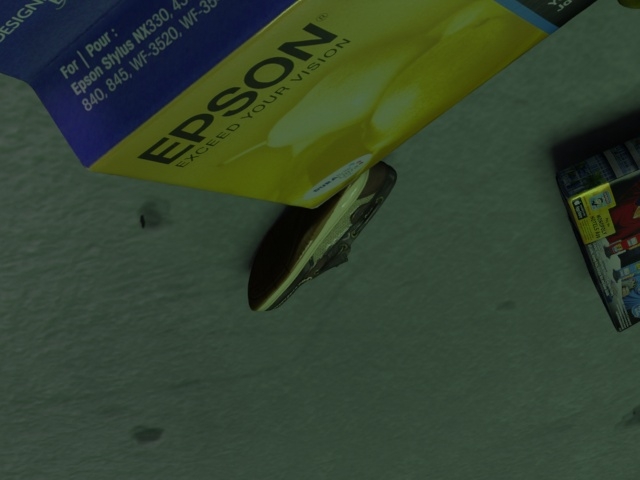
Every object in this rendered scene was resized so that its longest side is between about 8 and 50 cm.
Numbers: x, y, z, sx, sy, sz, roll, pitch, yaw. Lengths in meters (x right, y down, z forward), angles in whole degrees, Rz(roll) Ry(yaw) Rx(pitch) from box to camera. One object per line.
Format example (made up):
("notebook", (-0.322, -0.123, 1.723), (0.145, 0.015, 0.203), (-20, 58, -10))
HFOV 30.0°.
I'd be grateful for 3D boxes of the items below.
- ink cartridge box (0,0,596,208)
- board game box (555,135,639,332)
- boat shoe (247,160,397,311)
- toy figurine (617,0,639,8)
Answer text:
("ink cartridge box", (0.021, -0.130, 0.584), (0.304, 0.072, 0.307), (-34, 163, 24))
("board game box", (0.283, -0.035, 0.882), (0.194, 0.060, 0.194), (-24, 141, 8))
("boat shoe", (0.000, 0.000, 0.828), (0.049, 0.056, 0.152), (17, 132, -28))
("toy figurine", (0.367, -0.139, 0.622), (0.363, 0.191, 0.217), (-30, 130, 34))
